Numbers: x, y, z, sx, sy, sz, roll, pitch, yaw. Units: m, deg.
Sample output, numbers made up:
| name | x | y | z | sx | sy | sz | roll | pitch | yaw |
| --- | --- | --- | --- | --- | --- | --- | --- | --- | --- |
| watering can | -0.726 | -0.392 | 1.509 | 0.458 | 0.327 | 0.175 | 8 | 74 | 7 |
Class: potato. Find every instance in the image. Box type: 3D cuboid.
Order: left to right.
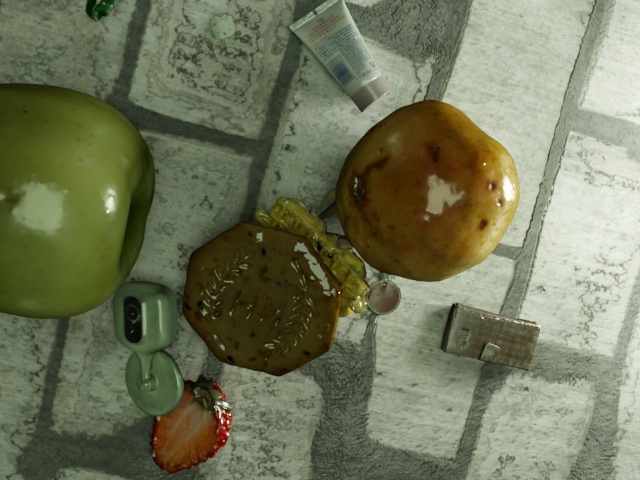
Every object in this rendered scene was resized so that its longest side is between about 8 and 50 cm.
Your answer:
| name | x | y | z | sx | sy | sz | roll | pitch | yaw |
| --- | --- | --- | --- | --- | --- | --- | --- | --- | --- |
| potato | 0.028 | -0.087 | 1.752 | 0.093 | 0.036 | 0.037 | -43 | 141 | 16 |

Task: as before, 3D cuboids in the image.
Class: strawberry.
| name | x | y | z | sx | sy | sz | roll | pitch | yaw |
| --- | --- | --- | --- | --- | --- | --- | --- | --- | --- |
| strawberry | -0.280 | 0.412 | 1.730 | 0.190 | 0.111 | 0.237 | 46 | 114 | 21 |

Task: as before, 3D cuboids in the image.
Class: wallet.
| name | x | y | z | sx | sy | sz | roll | pitch | yaw |
| --- | --- | --- | --- | --- | --- | --- | --- | --- | --- |
| wallet | 0.411 | 0.233 | 1.864 | 0.230 | 0.042 | 0.125 | 14 | 92 | -13 |

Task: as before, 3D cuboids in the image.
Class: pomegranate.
| name | x | y | z | sx | sy | sz | roll | pitch | yaw |
| --- | --- | --- | --- | --- | --- | --- | --- | --- | --- |
| pomegranate | 0.236 | -0.091 | 1.624 | 0.409 | 0.410 | 0.411 | -2 | 99 | -11 |

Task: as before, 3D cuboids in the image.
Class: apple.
| name | x | y | z | sx | sy | sz | roll | pitch | yaw |
| --- | --- | --- | --- | --- | --- | --- | --- | --- | --- |
| apple | -0.537 | -0.076 | 1.440 | 0.473 | 0.473 | 0.474 | -2 | 99 | -11 |

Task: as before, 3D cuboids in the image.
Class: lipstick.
| name | x | y | z | sx | sy | sz | roll | pitch | yaw |
| --- | --- | --- | --- | --- | --- | --- | --- | --- | --- |
| lipstick | 0.000 | 0.000 | 1.750 | 0.145 | 0.045 | 0.045 | 10 | 99 | -12 |

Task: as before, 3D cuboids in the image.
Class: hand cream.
| name | x | y | z | sx | sy | sz | roll | pitch | yaw |
| --- | --- | --- | --- | --- | --- | --- | --- | --- | --- |
| hand cream | 0.051 | -0.402 | 1.693 | 0.133 | 0.083 | 0.248 | -33 | 92 | -5 |

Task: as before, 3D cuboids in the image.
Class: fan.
| name | x | y | z | sx | sy | sz | roll | pitch | yaw |
| --- | --- | --- | --- | --- | --- | --- | --- | --- | --- |
| fan | -0.205 | -0.445 | 1.666 | 0.055 | 0.004 | 0.083 | -17 | 101 | -9 |
| fan | 0.150 | 0.110 | 1.815 | 0.085 | 0.005 | 0.134 | -1 | 100 | -10 |

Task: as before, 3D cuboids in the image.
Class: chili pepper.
| name | x | y | z | sx | sy | sz | roll | pitch | yaw |
| --- | --- | --- | --- | --- | --- | --- | --- | --- | --- |
| chili pepper | -0.410 | -0.544 | 1.585 | 0.108 | 0.062 | 0.216 | 31 | 93 | -13 |

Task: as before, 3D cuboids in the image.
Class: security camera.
| name | x | y | z | sx | sy | sz | roll | pitch | yaw |
| --- | --- | --- | --- | --- | --- | --- | --- | --- | --- |
| security camera | -0.375 | 0.238 | 1.668 | 0.157 | 0.080 | 0.302 | 2 | 98 | 27 |

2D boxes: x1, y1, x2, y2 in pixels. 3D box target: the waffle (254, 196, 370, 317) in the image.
| name | x | y | z | sx | sy | sz | roll | pitch | yaw |
| --- | --- | --- | --- | --- | --- | --- | --- | --- | --- |
| waffle | -0.021 | 0.047 | 1.670 | 0.283 | 0.065 | 0.310 | 3 | 118 | 32 |

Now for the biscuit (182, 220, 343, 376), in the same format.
| name | x | y | z | sx | sy | sz | roll | pitch | yaw |
| --- | --- | --- | --- | --- | --- | --- | --- | --- | --- |
| biscuit | -0.126 | 0.131 | 1.642 | 0.358 | 0.046 | 0.359 | 4 | 112 | 11 |
